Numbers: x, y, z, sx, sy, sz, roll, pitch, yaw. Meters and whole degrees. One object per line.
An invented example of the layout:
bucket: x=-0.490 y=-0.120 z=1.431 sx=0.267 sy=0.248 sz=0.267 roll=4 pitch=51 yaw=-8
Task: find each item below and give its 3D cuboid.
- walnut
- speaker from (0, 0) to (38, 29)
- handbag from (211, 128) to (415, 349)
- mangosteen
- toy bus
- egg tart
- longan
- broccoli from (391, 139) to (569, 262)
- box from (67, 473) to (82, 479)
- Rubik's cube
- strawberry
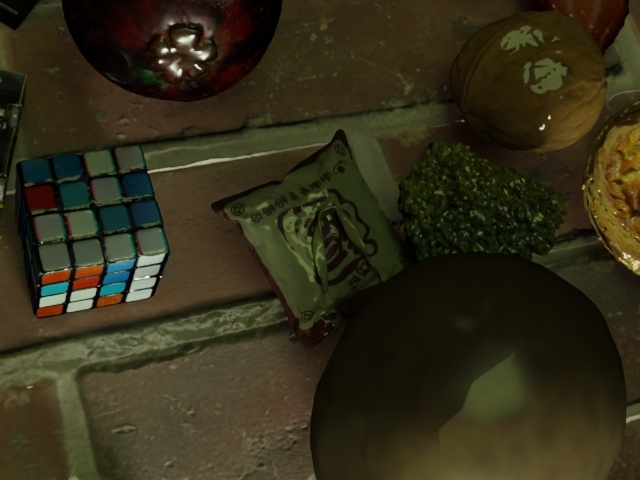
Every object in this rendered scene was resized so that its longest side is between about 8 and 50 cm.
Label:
walnut: x=0.301 y=-0.228 z=1.548 sx=0.228 sy=0.228 sz=0.227 roll=6 pitch=67 yaw=-15
speaker: x=-0.491 y=-0.378 z=1.446 sx=0.218 sy=0.044 sz=0.082 roll=31 pitch=63 yaw=-3
handbag: x=0.000 y=0.000 z=1.401 sx=0.213 sy=0.127 sz=0.235 roll=-30 pitch=92 yaw=-24
mangosteen: x=-0.198 y=-0.329 z=1.394 sx=0.311 sy=0.311 sz=0.311 roll=6 pitch=67 yaw=-15
toy bus: x=-0.428 y=-0.112 z=1.339 sx=0.081 sy=0.074 sz=0.226 roll=9 pitch=66 yaw=-15
egg tart: x=0.517 y=-0.068 z=1.596 sx=0.297 sy=0.132 sz=0.297 roll=2 pitch=82 yaw=-11
longan: x=0.176 y=0.206 z=1.254 sx=0.405 sy=0.336 sz=0.404 roll=-12 pitch=109 yaw=-36
broccoli: x=0.226 y=-0.058 z=1.432 sx=0.242 sy=0.180 sz=0.272 roll=32 pitch=47 yaw=-29
box: x=-0.297 y=0.400 z=1.190 sx=0.129 sy=0.033 sz=0.247 roll=34 pitch=63 yaw=-2
Rubik's cube: x=-0.283 y=-0.009 z=1.296 sx=0.155 sy=0.154 sz=0.151 roll=-9 pitch=71 yaw=-21
strawberry: x=0.417 y=-0.362 z=1.696 sx=0.175 sy=0.098 sz=0.228 roll=-6 pitch=73 yaw=-19
